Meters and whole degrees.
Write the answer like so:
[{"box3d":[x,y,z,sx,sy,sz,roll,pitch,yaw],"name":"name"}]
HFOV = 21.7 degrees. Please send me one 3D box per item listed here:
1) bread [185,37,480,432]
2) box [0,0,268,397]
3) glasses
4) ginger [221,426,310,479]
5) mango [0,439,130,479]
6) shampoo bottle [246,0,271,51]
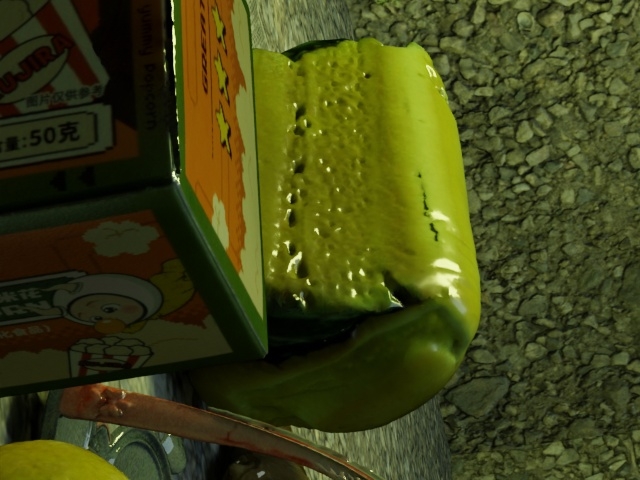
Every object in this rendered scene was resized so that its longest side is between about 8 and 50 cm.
[{"box3d":[0.000,0.000,1.401,0.376,0.251,0.208,-92,-174,-52],"name":"bread"},{"box3d":[-0.132,-0.047,0.647,0.148,0.195,0.177,69,15,-58],"name":"box"},{"box3d":[-0.024,0.148,0.985,0.234,0.268,0.118,71,31,-58],"name":"glasses"},{"box3d":[-0.050,0.178,1.417,0.131,0.086,0.294,54,17,-48],"name":"ginger"},{"box3d":[-0.124,0.209,0.675,0.167,0.130,0.262,58,29,-64],"name":"mango"},{"box3d":[-0.094,-0.244,1.619,0.086,0.056,0.227,-87,166,-47],"name":"shampoo bottle"}]
